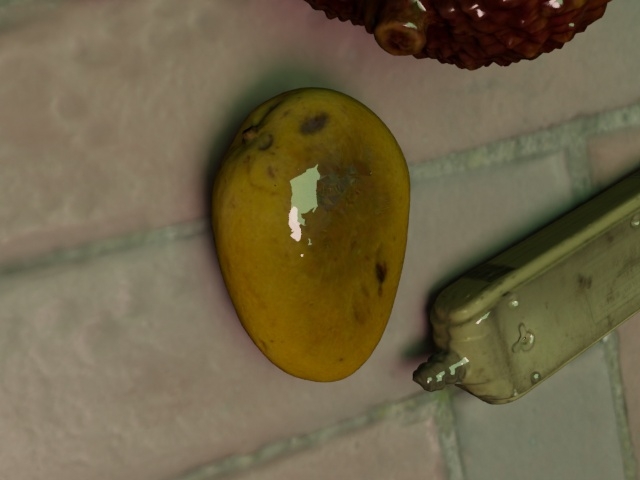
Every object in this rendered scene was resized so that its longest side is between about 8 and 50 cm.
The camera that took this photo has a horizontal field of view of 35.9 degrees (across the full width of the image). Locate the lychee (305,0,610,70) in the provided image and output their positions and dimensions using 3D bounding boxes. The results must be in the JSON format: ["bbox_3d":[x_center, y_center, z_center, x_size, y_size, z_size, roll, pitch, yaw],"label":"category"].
[{"bbox_3d":[0.089,-0.225,0.597,0.236,0.236,0.271,40,59,-24],"label":"lychee"}]

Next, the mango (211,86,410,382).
[{"bbox_3d":[0.000,0.000,0.635,0.137,0.098,0.195,-21,107,-30],"label":"mango"}]

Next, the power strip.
[{"bbox_3d":[0.219,0.018,0.775,0.387,0.066,0.092,-29,107,-27],"label":"power strip"}]
